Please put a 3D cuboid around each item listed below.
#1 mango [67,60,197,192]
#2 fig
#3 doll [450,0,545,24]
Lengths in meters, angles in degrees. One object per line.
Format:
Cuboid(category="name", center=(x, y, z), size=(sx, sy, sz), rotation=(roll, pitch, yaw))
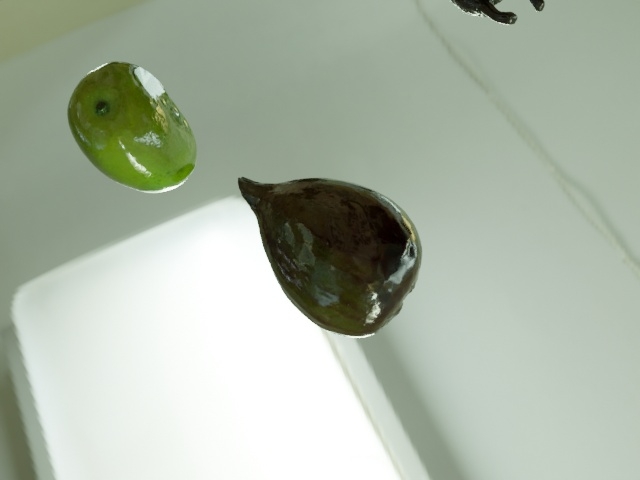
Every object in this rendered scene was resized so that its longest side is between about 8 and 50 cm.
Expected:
Cuboid(category="mango", center=(-0.114, -0.067, 0.945), size=(0.056, 0.108, 0.073), rotation=(-21, -114, 26))
Cuboid(category="fig", center=(0.000, 0.000, 1.113), size=(0.154, 0.103, 0.109), rotation=(29, -149, 4))
Cuboid(category="doll", center=(0.143, -0.273, 1.521), size=(0.057, 0.139, 0.165), rotation=(-48, -142, -10))
